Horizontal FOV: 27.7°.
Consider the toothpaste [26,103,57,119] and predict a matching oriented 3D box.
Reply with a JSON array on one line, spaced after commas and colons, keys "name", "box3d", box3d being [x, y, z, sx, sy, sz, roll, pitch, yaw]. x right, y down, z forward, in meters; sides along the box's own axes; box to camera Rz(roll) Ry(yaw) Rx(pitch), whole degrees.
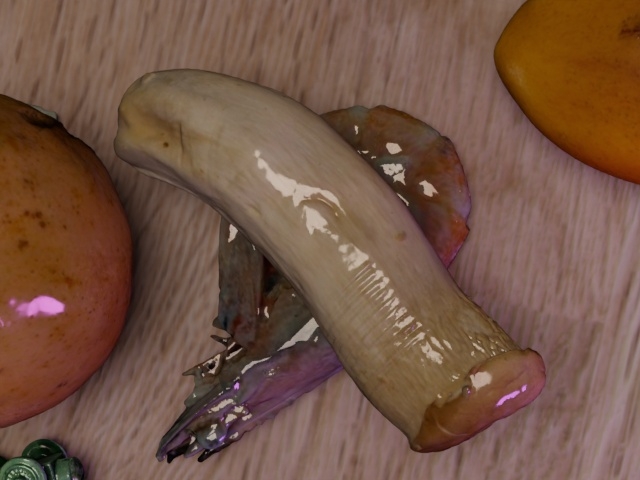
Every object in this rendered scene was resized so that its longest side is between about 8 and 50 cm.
[{"name": "toothpaste", "box3d": [-0.332, -0.099, 1.022, 0.255, 0.037, 0.067, 14, 84, 8]}]

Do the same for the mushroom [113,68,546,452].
[{"name": "mushroom", "box3d": [0.000, 0.000, 0.874, 0.351, 0.095, 0.123, 44, 103, 16]}]

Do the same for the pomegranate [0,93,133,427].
[{"name": "pomegranate", "box3d": [-0.260, 0.016, 0.902, 0.260, 0.260, 0.260, -1, 87, 10]}]

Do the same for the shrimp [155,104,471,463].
[{"name": "shrimp", "box3d": [-0.027, 0.029, 0.949, 0.164, 0.062, 0.317, 44, 91, 14]}]

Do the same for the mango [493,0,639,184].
[{"name": "mango", "box3d": [0.238, -0.112, 0.872, 0.252, 0.126, 0.154, 13, 109, 20]}]

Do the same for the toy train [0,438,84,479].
[{"name": "toy train", "box3d": [-0.255, 0.214, 0.975, 0.178, 0.071, 0.105, -14, 92, 11]}]
